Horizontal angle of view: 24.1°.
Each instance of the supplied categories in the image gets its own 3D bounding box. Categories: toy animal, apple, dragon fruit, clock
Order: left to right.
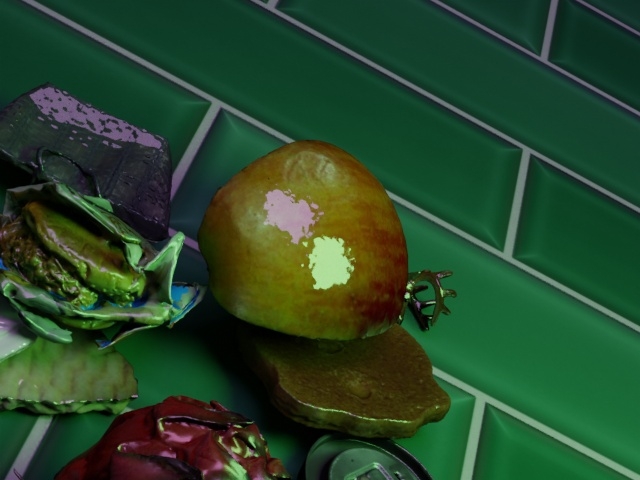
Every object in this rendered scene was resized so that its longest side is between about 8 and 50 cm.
[{"bbox_3d":[-0.167,0.259,1.505,0.293,0.233,0.233,8,39,-3],"label":"dragon fruit"},{"bbox_3d":[0.000,0.000,1.869,0.346,0.179,0.254,-17,94,-53],"label":"apple"},{"bbox_3d":[0.040,0.019,2.049,0.260,0.087,0.243,-3,50,-35],"label":"toy animal"},{"bbox_3d":[0.057,0.304,1.758,0.185,0.040,0.184,19,38,-16],"label":"clock"}]

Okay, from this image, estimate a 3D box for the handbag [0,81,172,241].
[{"bbox_3d":[-0.303,-0.099,1.914,0.270,0.088,0.175,26,29,-8],"label":"handbag"}]

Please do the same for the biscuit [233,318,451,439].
[{"bbox_3d":[0.027,0.159,1.879,0.273,0.049,0.257,5,32,-32],"label":"biscuit"}]

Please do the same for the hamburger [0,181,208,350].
[{"bbox_3d":[-0.273,0.005,1.731,0.260,0.150,0.276,40,18,25],"label":"hamburger"}]

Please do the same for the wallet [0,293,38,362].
[{"bbox_3d":[-0.405,0.070,1.641,0.183,0.032,0.124,39,35,14],"label":"wallet"}]

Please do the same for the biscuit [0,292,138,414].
[{"bbox_3d":[-0.347,0.122,1.679,0.274,0.036,0.187,6,43,-31],"label":"biscuit"}]
